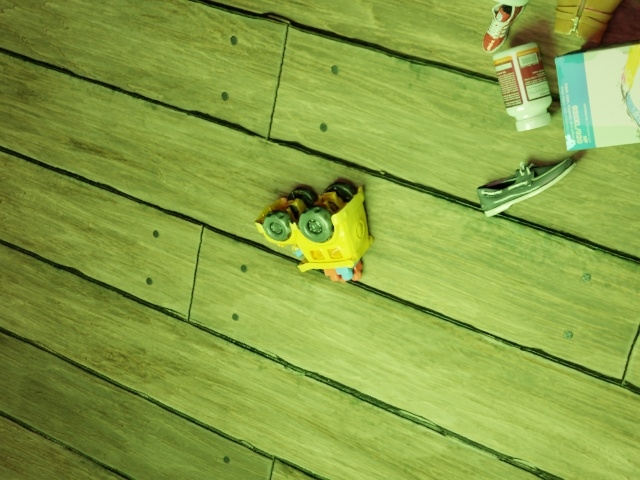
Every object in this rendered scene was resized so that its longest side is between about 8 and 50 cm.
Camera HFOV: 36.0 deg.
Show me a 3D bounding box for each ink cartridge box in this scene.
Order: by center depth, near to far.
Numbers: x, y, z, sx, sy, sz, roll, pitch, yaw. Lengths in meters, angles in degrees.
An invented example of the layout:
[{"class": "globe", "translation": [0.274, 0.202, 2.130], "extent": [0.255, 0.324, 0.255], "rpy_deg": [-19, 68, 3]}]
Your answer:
[{"class": "ink cartridge box", "translation": [0.547, -0.258, 1.691], "extent": [0.233, 0.171, 0.168], "rpy_deg": [-4, 101, 29]}]

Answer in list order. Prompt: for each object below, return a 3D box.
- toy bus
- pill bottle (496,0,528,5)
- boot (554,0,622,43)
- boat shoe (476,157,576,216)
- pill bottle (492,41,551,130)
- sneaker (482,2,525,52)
[{"class": "toy bus", "translation": [0.000, 0.000, 2.082], "extent": [0.220, 0.149, 0.211], "rpy_deg": [-4, 117, 31]}, {"class": "pill bottle", "translation": [0.355, -0.625, 1.662], "extent": [0.229, 0.229, 0.407], "rpy_deg": [37, 117, 15]}, {"class": "boot", "translation": [0.509, -0.421, 1.729], "extent": [0.197, 0.073, 0.152], "rpy_deg": [22, 112, 34]}, {"class": "boat shoe", "translation": [0.386, -0.114, 1.872], "extent": [0.206, 0.075, 0.065], "rpy_deg": [-29, 92, 35]}, {"class": "pill bottle", "translation": [0.377, -0.283, 1.824], "extent": [0.086, 0.086, 0.151], "rpy_deg": [-12, 97, 30]}, {"class": "sneaker", "translation": [0.331, -0.400, 1.828], "extent": [0.042, 0.067, 0.118], "rpy_deg": [39, 118, 14]}]
